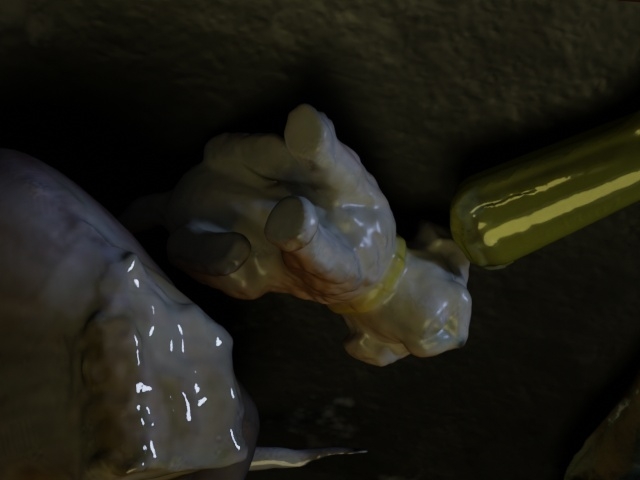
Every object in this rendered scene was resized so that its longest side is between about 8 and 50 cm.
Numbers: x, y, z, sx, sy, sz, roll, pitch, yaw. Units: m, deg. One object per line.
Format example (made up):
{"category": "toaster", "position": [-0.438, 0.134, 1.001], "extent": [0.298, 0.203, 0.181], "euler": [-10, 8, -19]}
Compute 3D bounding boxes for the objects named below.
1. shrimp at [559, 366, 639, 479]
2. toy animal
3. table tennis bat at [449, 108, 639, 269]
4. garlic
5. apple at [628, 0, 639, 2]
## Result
{"category": "shrimp", "position": [0.285, 0.145, 0.849], "extent": [0.198, 0.051, 0.262], "euler": [21, 124, -16]}
{"category": "toy animal", "position": [-0.008, 0.011, 0.736], "extent": [0.184, 0.104, 0.185], "euler": [-8, 154, 44]}
{"category": "table tennis bat", "position": [0.242, -0.077, 0.669], "extent": [0.369, 0.054, 0.224], "euler": [-26, 126, 16]}
{"category": "garlic", "position": [-0.141, 0.073, 0.728], "extent": [0.246, 0.231, 0.340], "euler": [-20, 164, 9]}
{"category": "apple", "position": [0.146, -0.177, 0.538], "extent": [0.154, 0.120, 0.153], "euler": [0, 129, 0]}
